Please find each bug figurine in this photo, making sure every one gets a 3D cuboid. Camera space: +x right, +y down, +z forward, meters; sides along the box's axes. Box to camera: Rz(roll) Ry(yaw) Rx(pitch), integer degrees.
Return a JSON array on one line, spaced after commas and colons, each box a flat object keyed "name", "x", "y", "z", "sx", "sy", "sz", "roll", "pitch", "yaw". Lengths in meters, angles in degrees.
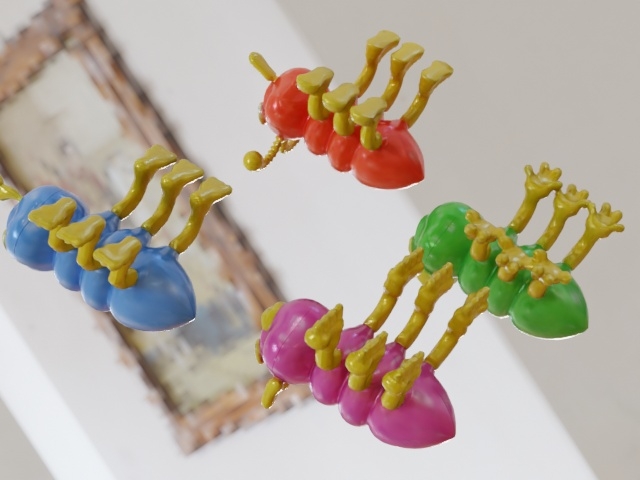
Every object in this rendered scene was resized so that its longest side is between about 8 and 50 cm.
[{"name": "bug figurine", "x": 0.000, "y": 0.000, "z": 0.815, "sx": 0.279, "sy": 0.216, "sz": 0.072, "roll": -31, "pitch": -33, "yaw": -51}]
